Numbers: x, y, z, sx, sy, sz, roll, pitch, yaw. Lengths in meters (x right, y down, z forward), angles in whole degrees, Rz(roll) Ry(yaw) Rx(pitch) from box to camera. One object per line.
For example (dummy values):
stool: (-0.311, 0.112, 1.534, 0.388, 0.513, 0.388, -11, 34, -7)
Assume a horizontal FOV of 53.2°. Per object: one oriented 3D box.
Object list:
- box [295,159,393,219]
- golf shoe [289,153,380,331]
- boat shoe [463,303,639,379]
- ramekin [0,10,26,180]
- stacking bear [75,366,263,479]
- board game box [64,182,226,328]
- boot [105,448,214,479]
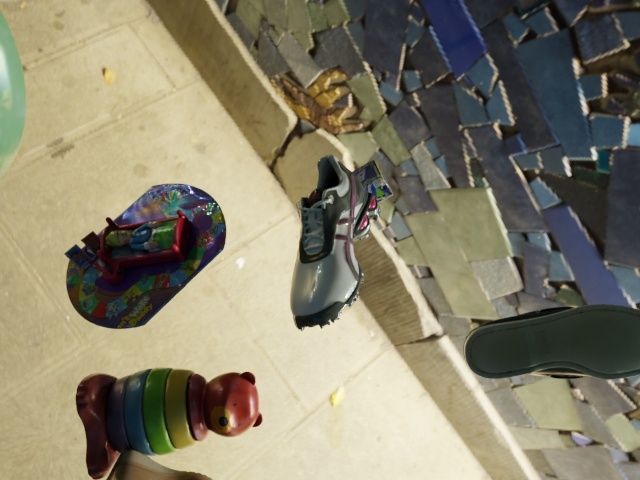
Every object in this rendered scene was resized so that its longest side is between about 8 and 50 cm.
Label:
box: (0.042, -0.075, 1.165, 0.054, 0.169, 0.059, 53, 13, -38)
golf shoe: (0.000, 0.000, 0.877, 0.120, 0.105, 0.272, 56, 33, -33)
boat shoe: (0.411, 0.174, 1.091, 0.340, 0.113, 0.127, -10, 90, 4)
ramekin: (-0.415, -0.122, 0.503, 0.303, 0.303, 0.148, 30, 27, -12)
stacking bear: (-0.250, 0.299, 1.127, 0.289, 0.164, 0.175, -7, 97, 3)
board game box: (-0.173, 0.003, 0.608, 0.168, 0.033, 0.133, -45, 54, -15)
boot: (-0.263, 0.483, 1.058, 0.248, 0.090, 0.206, 37, 35, -28)
